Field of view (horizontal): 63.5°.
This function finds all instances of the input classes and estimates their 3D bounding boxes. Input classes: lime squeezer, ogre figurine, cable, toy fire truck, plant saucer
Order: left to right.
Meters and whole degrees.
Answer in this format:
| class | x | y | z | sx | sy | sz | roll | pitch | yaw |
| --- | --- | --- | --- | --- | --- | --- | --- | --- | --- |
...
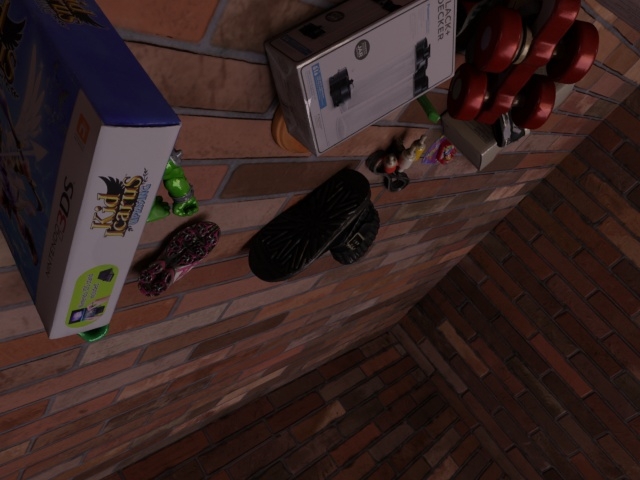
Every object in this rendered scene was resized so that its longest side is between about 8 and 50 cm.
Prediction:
| class | x | y | z | sx | sy | sz | roll | pitch | yaw |
| --- | --- | --- | --- | --- | --- | --- | --- | --- | --- |
| ogre figurine | -0.258 | -0.081 | 0.684 | 0.197 | 0.096 | 0.118 | 16 | 131 | -10 |
| plant saucer | 0.006 | -0.227 | 0.918 | 0.200 | 0.037 | 0.200 | -33 | 159 | -14 |
| cable | 0.187 | -0.166 | 1.303 | 0.140 | 0.072 | 0.287 | -30 | 159 | -8 |
| lime squeezer | 0.191 | -0.313 | 0.973 | 0.310 | 0.110 | 0.058 | -62 | 168 | -54 |
| toy fire truck | 0.340 | -0.360 | 0.922 | 0.170 | 0.253 | 0.302 | 5 | 154 | -7 |

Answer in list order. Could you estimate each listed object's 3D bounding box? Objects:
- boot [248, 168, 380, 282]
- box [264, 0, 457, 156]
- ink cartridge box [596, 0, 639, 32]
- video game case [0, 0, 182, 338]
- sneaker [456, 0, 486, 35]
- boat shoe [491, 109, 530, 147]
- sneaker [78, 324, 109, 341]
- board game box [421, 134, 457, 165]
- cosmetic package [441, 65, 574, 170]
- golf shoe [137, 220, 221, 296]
| class | x | y | z | sx | sy | sz | roll | pitch | yaw |
| --- | --- | --- | --- | --- | --- | --- | --- | --- | --- |
| boot | 0.003 | 0.002 | 1.262 | 0.348 | 0.131 | 0.260 | -37 | 160 | -5 |
| box | 0.073 | -0.277 | 0.794 | 0.290 | 0.087 | 0.169 | -33 | 142 | -16 |
| ink cartridge box | 0.533 | -0.508 | 0.837 | 0.261 | 0.296 | 0.066 | -40 | 160 | 3 |
| video game case | -0.240 | -0.092 | 0.452 | 0.061 | 0.269 | 0.244 | -13 | 147 | -45 |
| sneaker | 0.258 | -0.422 | 0.927 | 0.161 | 0.057 | 0.075 | -51 | -176 | 9 |
| boat shoe | 0.389 | -0.316 | 1.161 | 0.079 | 0.233 | 0.084 | -29 | -156 | 13 |
| sneaker | -0.363 | 0.062 | 0.781 | 0.110 | 0.123 | 0.295 | -29 | 157 | -24 |
| board game box | 0.364 | -0.256 | 1.465 | 0.169 | 0.033 | 0.133 | -9 | 145 | -53 |
| cosmetic package | 0.468 | -0.336 | 1.304 | 0.296 | 0.153 | 0.129 | -39 | 161 | 4 |
| golf shoe | -0.264 | 0.027 | 0.980 | 0.186 | 0.067 | 0.086 | -40 | -174 | 2 |
